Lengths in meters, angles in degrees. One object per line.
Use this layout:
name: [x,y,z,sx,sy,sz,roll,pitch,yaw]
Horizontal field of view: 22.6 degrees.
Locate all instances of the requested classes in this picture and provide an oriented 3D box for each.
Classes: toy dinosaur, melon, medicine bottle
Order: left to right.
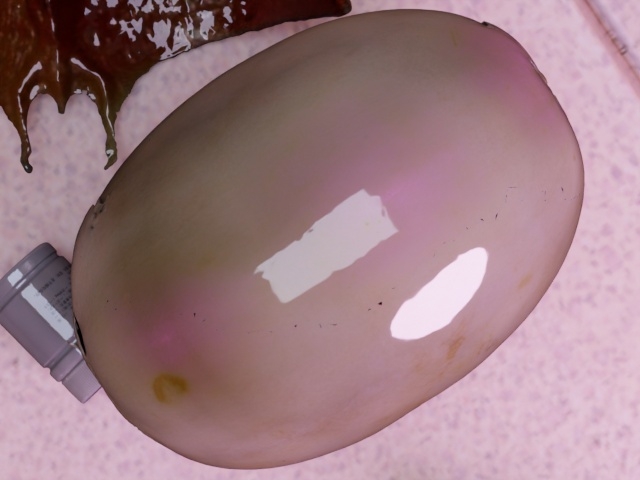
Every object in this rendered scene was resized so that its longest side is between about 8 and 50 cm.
medicine bottle: [-0.162,0.052,1.013,0.058,0.058,0.091,-44,91,3]
toy dinosaur: [-0.156,-0.141,0.978,0.327,0.113,0.207,22,93,-1]
melon: [0.000,0.000,0.925,0.317,0.223,0.223,-34,92,6]
